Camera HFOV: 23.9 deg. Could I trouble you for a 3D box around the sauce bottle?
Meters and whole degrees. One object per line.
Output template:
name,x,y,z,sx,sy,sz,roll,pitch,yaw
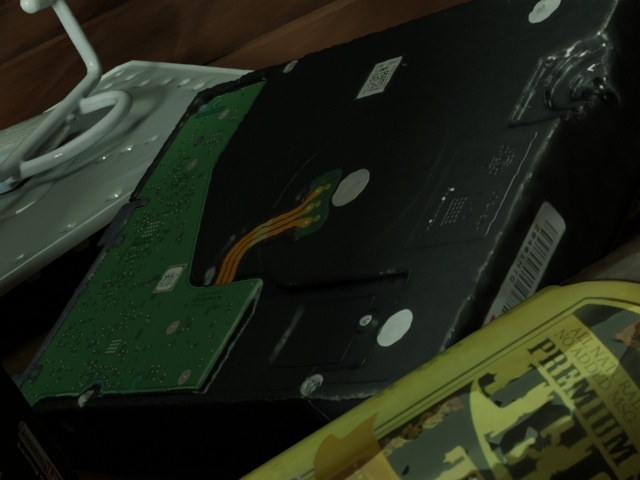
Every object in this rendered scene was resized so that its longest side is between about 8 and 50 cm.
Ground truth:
sauce bottle,0.090,0.065,0.489,0.344,0.111,0.111,-33,21,-7

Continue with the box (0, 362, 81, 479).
box,-0.180,0.081,0.502,0.079,0.322,0.257,-26,20,12

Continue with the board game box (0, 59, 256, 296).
board game box,-0.235,-0.016,1.183,0.390,0.050,0.390,-36,21,-17

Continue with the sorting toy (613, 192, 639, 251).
sorting toy,0.148,-0.013,0.696,0.061,0.042,0.102,-22,21,17

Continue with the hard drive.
hard drive,0.000,0.000,0.720,0.339,0.064,0.237,-10,43,50

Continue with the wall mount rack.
wall mount rack,-0.333,-0.072,1.185,0.350,0.130,0.304,-17,23,32
